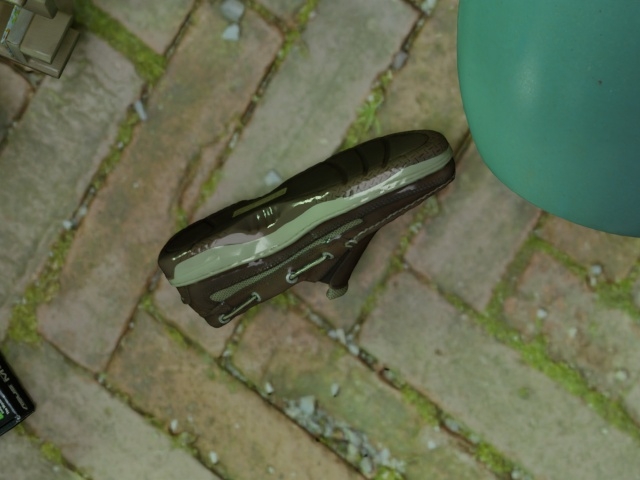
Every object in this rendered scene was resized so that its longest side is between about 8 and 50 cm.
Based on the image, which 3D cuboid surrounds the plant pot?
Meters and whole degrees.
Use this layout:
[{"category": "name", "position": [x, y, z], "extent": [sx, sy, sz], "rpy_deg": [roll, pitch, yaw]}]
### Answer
[{"category": "plant pot", "position": [0.227, -0.145, 1.317], "extent": [0.293, 0.293, 0.235], "rpy_deg": [20, 121, 9]}]

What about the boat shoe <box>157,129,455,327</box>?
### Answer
[{"category": "boat shoe", "position": [0.001, -0.003, 1.498], "extent": [0.257, 0.095, 0.095], "rpy_deg": [-22, 109, 23]}]

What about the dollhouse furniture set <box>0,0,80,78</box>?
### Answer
[{"category": "dollhouse furniture set", "position": [-0.242, -0.281, 1.435], "extent": [0.161, 0.212, 0.242], "rpy_deg": [23, 79, 6]}]

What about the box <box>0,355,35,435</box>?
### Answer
[{"category": "box", "position": [-0.371, 0.119, 1.627], "extent": [0.184, 0.045, 0.190], "rpy_deg": [-33, 91, 15]}]
